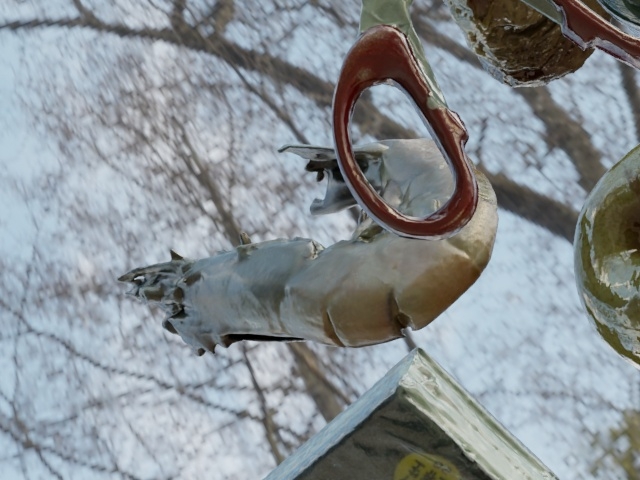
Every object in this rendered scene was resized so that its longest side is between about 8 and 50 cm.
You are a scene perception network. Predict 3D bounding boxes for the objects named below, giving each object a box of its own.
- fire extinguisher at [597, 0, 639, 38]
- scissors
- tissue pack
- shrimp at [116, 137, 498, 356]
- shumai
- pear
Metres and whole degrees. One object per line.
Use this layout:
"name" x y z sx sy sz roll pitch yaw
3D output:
"fire extinguisher" 0.190 -0.135 0.839 0.095 0.311 0.114 -43 -105 13
"scissors" 0.014 -0.127 0.631 0.144 0.248 0.017 -38 -16 -4
"tissue pack" 0.049 0.220 1.234 0.185 0.081 0.257 44 -59 -4
"shrimp" -0.004 -0.006 1.105 0.075 0.289 0.178 50 -125 -25
"shumai" 0.147 -0.179 1.237 0.123 0.105 0.139 5 -58 23
"pear" 0.232 0.009 0.997 0.136 0.167 0.167 32 -79 -27
